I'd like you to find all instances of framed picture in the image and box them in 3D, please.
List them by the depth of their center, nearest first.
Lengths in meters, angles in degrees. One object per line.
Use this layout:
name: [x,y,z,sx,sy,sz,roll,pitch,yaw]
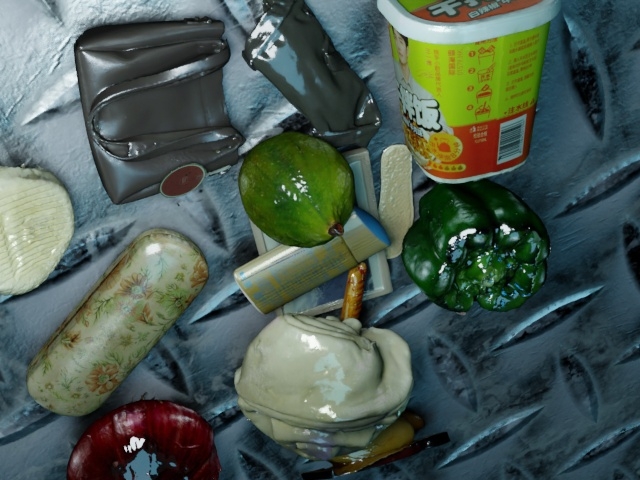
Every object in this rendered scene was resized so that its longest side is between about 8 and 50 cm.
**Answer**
framed picture: [0.000,0.000,1.601,0.247,0.022,0.335,-15,123,-5]

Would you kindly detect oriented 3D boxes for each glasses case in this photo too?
glasses case: [-0.375,0.156,1.533,0.156,0.098,0.425,34,104,-33]

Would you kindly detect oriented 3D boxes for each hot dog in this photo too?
hot dog: [0.067,0.107,1.637,0.038,0.062,0.144,11,118,4]
hot dog: [0.111,0.434,1.842,0.325,0.194,0.107,-6,79,-40]

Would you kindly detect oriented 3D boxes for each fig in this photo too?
fig: [-0.029,-0.056,1.404,0.203,0.235,0.203,-8,130,-10]

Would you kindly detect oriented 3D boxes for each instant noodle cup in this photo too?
instant noodle cup: [0.243,-0.279,1.394,0.293,0.294,0.308,-14,129,-9]

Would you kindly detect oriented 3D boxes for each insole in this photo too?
insole: [0.145,-0.072,1.617,0.081,0.011,0.248,-8,121,-13]

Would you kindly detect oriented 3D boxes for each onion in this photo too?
onion: [-0.345,0.469,1.644,0.313,0.232,0.314,-9,122,-15]

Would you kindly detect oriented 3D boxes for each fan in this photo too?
fan: [-0.211,-0.107,1.403,0.133,0.005,0.085,-19,152,-26]

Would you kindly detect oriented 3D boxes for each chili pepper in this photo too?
chili pepper: [0.291,0.001,1.565,0.248,0.257,0.233,8,121,-20]

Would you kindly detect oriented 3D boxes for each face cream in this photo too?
face cream: [-0.012,0.033,1.559,0.285,0.067,0.139,-28,140,4]

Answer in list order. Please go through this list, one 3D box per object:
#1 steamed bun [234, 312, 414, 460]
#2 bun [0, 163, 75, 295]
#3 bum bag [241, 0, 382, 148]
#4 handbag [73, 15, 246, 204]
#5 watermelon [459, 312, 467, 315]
steamed bun: [0.015,0.305,1.614,0.339,0.247,0.352,10,138,-25]
bun: [-0.508,-0.024,1.359,0.220,0.134,0.221,-34,132,-49]
bum bag: [-0.015,-0.273,1.415,0.142,0.080,0.326,-41,120,-1]
handbag: [-0.256,-0.214,1.355,0.256,0.113,0.286,-15,122,-17]
watermelon: [0.260,0.092,1.688,0.187,0.139,0.071,2,148,-19]
